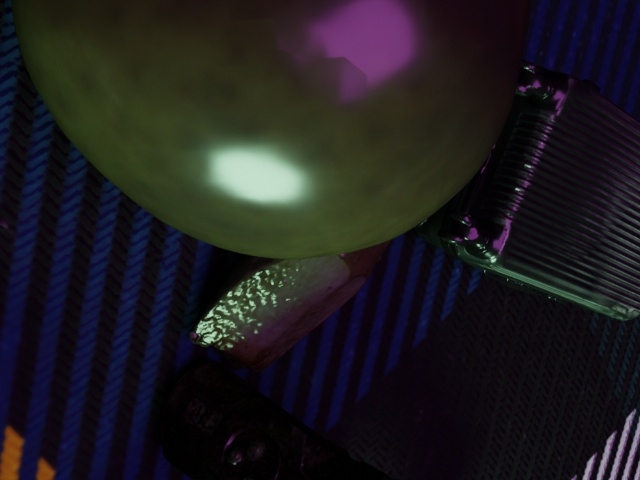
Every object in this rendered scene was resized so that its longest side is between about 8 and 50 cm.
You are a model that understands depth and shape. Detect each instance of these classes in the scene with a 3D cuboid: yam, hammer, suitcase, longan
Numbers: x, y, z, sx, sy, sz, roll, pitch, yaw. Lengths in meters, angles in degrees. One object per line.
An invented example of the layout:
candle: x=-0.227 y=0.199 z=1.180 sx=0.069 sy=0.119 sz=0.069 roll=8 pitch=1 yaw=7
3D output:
yam: x=0.000 y=0.000 z=0.709 sx=0.106 sy=0.106 sz=0.259 roll=39 pitch=80 yaw=-36
hammer: x=0.040 y=0.258 z=0.771 sx=0.095 sy=0.242 sz=0.409 roll=-57 pitch=141 yaw=-13
suitcase: x=0.234 y=-0.044 z=0.834 sx=0.312 sy=0.128 sz=0.202 roll=20 pitch=93 yaw=-38
longan: x=-0.024 y=-0.138 z=0.536 sx=0.319 sy=0.319 sz=0.318 roll=-11 pitch=111 yaw=-31
